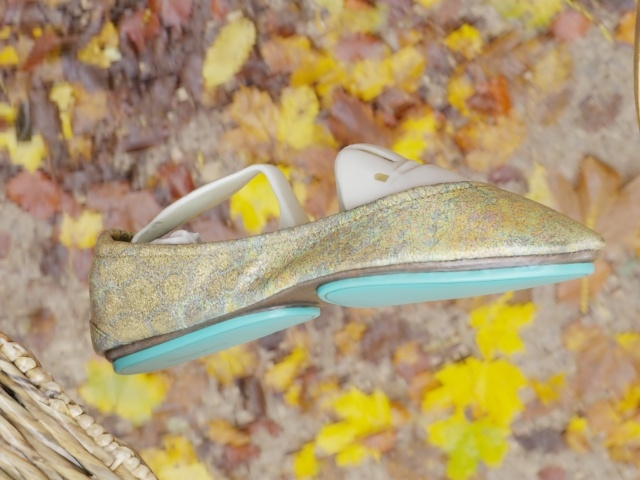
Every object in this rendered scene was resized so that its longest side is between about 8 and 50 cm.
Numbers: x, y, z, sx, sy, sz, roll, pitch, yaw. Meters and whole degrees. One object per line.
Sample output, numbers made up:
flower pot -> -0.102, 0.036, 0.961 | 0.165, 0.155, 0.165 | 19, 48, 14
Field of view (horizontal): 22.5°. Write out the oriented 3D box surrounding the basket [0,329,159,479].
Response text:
basket -> -0.225, 0.189, 0.996 | 0.299, 0.223, 0.213 | 42, 71, 2

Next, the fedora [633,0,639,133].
fedora -> 0.222, -0.119, 0.852 | 0.079, 0.194, 0.194 | 7, 124, 24

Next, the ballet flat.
ballet flat -> 0.000, 0.000, 1.004 | 0.348, 0.123, 0.123 | -14, 125, 26
